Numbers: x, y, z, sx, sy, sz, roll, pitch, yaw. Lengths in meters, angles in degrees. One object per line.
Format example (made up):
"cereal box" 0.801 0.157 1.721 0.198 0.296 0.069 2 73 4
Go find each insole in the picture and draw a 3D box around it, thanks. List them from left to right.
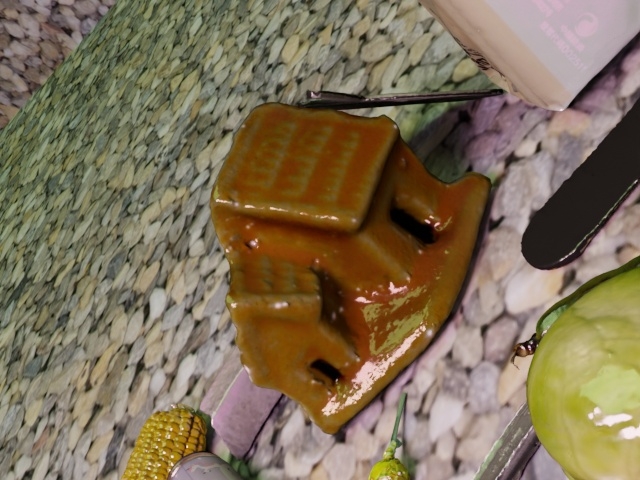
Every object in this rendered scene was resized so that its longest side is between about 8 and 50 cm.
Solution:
"insole" 0.296 -0.107 0.933 0.348 0.009 0.119 -48 25 10

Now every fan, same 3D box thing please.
"fan" 0.040 -0.144 1.138 0.223 0.294 0.012 3 98 51

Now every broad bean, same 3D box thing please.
"broad bean" 0.236 0.042 0.815 0.226 0.039 0.069 -30 28 41

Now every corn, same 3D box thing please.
"corn" -0.179 0.277 1.174 0.080 0.080 0.238 -27 36 43

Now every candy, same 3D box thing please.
"candy" 0.065 0.176 0.955 0.035 0.035 0.123 -26 27 27

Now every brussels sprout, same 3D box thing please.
"brussels sprout" 0.207 0.101 0.697 0.145 0.131 0.183 -28 28 2

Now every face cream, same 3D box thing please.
"face cream" -0.092 0.262 1.051 0.075 0.075 0.229 -56 26 -4

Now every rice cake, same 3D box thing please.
"rice cake" -0.020 0.061 1.190 0.365 0.072 0.056 -60 29 -9

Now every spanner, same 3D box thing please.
"spanner" 0.096 0.227 0.839 0.325 0.026 0.093 -54 25 -5

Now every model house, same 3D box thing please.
"model house" 0.000 0.007 1.023 0.173 0.239 0.268 -20 40 48

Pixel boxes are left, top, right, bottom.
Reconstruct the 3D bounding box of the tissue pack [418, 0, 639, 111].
"tissue pack" 0.171 -0.375 0.999 0.332 0.405 0.205 -46 22 6
